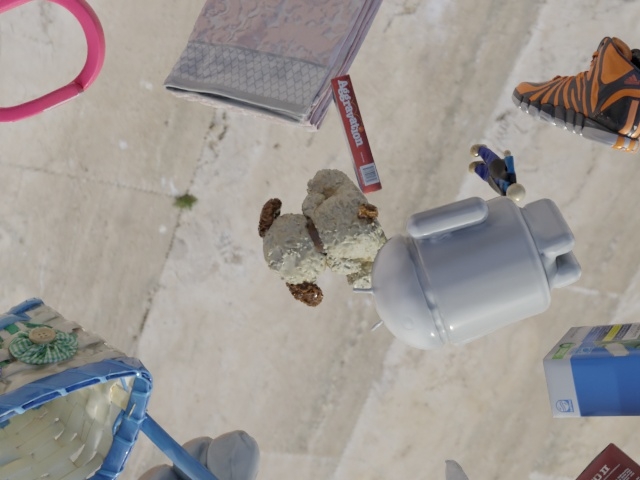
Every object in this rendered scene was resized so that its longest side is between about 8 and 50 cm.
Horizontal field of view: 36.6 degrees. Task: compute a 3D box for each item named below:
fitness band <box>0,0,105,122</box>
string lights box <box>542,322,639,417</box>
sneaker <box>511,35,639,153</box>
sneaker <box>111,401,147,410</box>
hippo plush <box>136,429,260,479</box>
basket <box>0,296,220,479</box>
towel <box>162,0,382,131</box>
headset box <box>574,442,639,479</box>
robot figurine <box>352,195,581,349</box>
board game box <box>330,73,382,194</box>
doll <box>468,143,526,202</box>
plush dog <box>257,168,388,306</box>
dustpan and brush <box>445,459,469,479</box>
[{"bbox_3d":[-0.508,-0.320,1.654,0.291,0.054,0.209,-19,101,12],"label":"fitness band"},{"bbox_3d":[0.404,0.144,1.110,0.260,0.133,0.076,-8,99,30],"label":"string lights box"},{"bbox_3d":[0.484,-0.281,1.740,0.125,0.321,0.180,8,107,-33],"label":"sneaker"},{"bbox_3d":[-0.360,0.325,1.844,0.089,0.170,0.051,42,80,-30],"label":"sneaker"},{"bbox_3d":[-0.126,0.435,1.410,0.236,0.294,0.234,60,44,-26],"label":"hippo plush"},{"bbox_3d":[-0.245,0.199,0.810,0.255,0.289,0.201,-23,148,-46],"label":"basket"},{"bbox_3d":[-0.075,-0.350,1.586,0.053,0.332,0.317,41,71,-54],"label":"towel"},{"bbox_3d":[0.453,0.405,1.226,0.110,0.293,0.218,-45,120,-2],"label":"headset box"},{"bbox_3d":[0.233,0.055,1.562,0.354,0.199,0.300,-20,127,5],"label":"robot figurine"},{"bbox_3d":[0.046,-0.136,1.289,0.027,0.281,0.145,-15,94,2],"label":"board game box"},{"bbox_3d":[0.358,-0.124,1.932,0.046,0.189,0.129,-8,118,-17],"label":"doll"},{"bbox_3d":[0.000,0.000,1.852,0.225,0.210,0.262,-26,87,-5],"label":"plush dog"},{"bbox_3d":[0.192,0.351,1.096,0.060,0.211,0.147,-19,103,11],"label":"dustpan and brush"}]
